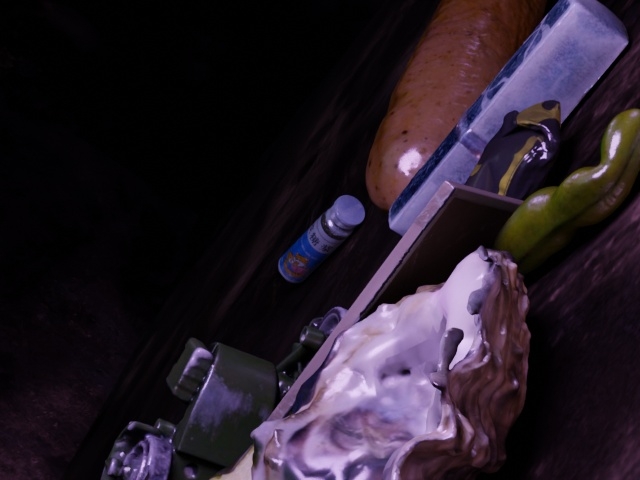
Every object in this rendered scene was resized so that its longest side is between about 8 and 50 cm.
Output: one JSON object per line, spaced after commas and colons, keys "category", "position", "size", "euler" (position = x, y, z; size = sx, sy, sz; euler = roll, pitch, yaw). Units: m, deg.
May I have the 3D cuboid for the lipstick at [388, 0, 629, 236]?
{"category": "lipstick", "position": [0.180, -0.111, 1.327], "size": [0.290, 0.076, 0.077], "euler": [-50, 9, 23]}

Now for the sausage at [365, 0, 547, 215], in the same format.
{"category": "sausage", "position": [0.173, -0.209, 1.575], "size": [0.136, 0.123, 0.501], "euler": [90, -160, -47]}

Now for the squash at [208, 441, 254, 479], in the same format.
{"category": "squash", "position": [-0.025, 0.269, 1.084], "size": [0.220, 0.133, 0.220], "euler": [-38, 24, 21]}

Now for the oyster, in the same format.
{"category": "oyster", "position": [0.057, 0.129, 0.957], "size": [0.238, 0.115, 0.351], "euler": [-32, 16, 45]}

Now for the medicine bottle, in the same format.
{"category": "medicine bottle", "position": [0.000, 0.000, 1.973], "size": [0.191, 0.051, 0.051], "euler": [-46, 14, 50]}

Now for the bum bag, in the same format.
{"category": "bum bag", "position": [0.149, -0.028, 1.246], "size": [0.232, 0.060, 0.107], "euler": [-57, 17, 12]}

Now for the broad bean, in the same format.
{"category": "broad bean", "position": [0.184, -0.021, 1.073], "size": [0.213, 0.048, 0.070], "euler": [-50, 15, 39]}

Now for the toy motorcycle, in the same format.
{"category": "toy motorcycle", "position": [-0.078, 0.173, 1.263], "size": [0.275, 0.205, 0.127], "euler": [-70, 17, -9]}

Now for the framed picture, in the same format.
{"category": "framed picture", "position": [0.074, 0.062, 1.141], "size": [0.250, 0.016, 0.184], "euler": [-55, -28, 16]}
